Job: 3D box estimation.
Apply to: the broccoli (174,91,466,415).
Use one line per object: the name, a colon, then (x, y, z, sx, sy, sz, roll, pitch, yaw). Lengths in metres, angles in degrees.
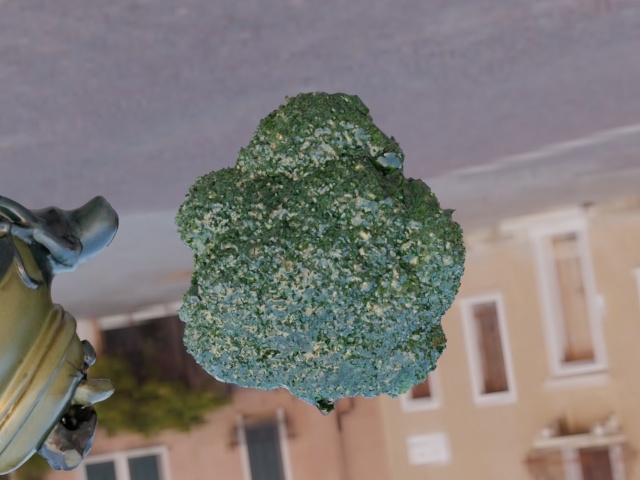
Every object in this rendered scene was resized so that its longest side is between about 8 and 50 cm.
broccoli: (0.000, 0.000, 1.462, 0.254, 0.269, 0.269, 14, 174, -3)

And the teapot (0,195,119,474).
teapot: (-0.212, 0.078, 0.958, 0.183, 0.269, 0.173, 34, 173, -13)
